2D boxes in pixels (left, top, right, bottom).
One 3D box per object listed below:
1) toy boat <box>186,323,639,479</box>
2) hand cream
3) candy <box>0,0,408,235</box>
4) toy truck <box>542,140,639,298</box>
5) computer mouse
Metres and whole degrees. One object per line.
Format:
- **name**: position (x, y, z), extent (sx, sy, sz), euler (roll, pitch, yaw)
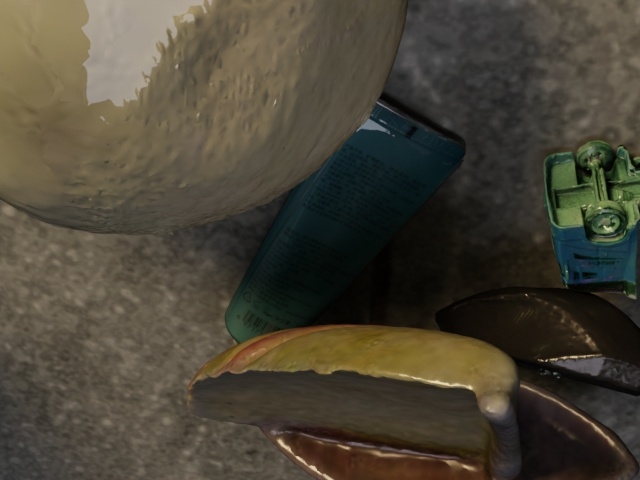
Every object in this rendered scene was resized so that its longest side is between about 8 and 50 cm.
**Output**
- **toy boat**: position (0.040, 0.102, 0.737), extent (0.276, 0.111, 0.293), euler (1, 156, 31)
- **hand cream**: position (0.000, 0.000, 0.757), extent (0.083, 0.048, 0.224), euler (27, 124, -16)
- **candy**: position (-0.093, -0.120, 0.564), extent (0.295, 0.185, 0.295), euler (9, 132, 10)
- **toy truck**: position (0.221, -0.016, 0.689), extent (0.175, 0.067, 0.081), euler (-6, 136, 10)
- **computer mouse**: position (0.144, 0.057, 0.744), extent (0.099, 0.057, 0.172), euler (17, 175, -37)
